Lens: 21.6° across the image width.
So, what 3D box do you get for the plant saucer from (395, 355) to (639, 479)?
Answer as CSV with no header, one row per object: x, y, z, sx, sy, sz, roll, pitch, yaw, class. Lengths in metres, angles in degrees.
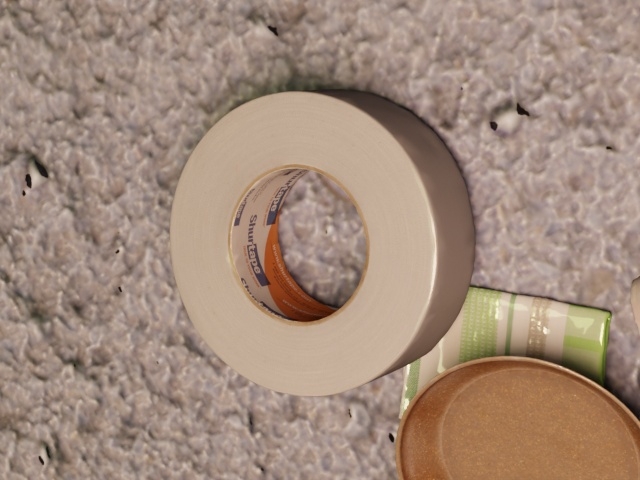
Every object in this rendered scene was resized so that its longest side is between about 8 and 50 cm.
0.152,0.161,1.203,0.198,0.036,0.198,10,120,18,plant saucer

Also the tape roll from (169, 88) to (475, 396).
0.000,0.000,1.220,0.219,0.072,0.219,4,98,29,tape roll

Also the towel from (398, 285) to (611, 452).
0.131,0.093,1.223,0.152,0.023,0.113,8,105,22,towel

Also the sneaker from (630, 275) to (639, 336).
0.330,0.121,1.101,0.121,0.108,0.302,-38,93,25,sneaker
